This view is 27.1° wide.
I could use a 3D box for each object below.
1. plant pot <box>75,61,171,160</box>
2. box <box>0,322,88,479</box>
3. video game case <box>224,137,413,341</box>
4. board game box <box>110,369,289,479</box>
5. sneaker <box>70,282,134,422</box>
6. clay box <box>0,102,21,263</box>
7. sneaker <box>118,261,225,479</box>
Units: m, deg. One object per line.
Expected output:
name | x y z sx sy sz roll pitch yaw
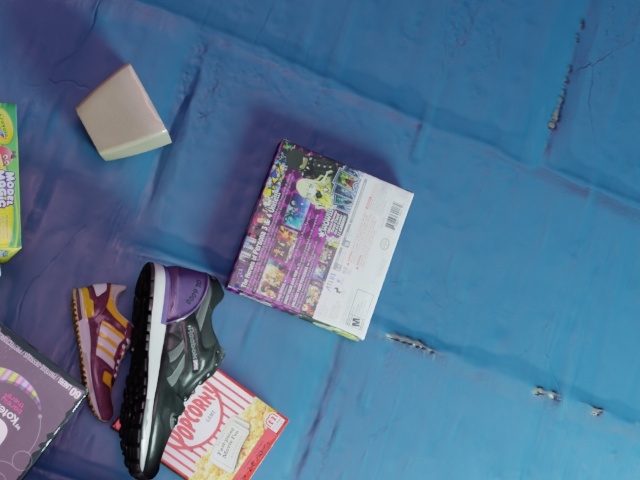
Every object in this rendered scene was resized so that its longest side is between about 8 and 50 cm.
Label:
plant pot | -0.274 -0.167 1.819 0.096 0.109 0.109 -28 88 -5
box | -0.441 0.252 1.679 0.165 0.143 0.270 37 74 -5
video game case | 0.000 0.000 1.886 0.210 0.042 0.232 22 76 -10
board game box | -0.163 0.249 1.800 0.193 0.045 0.147 36 74 -5
sneaker | -0.281 0.148 1.777 0.083 0.069 0.186 -8 84 -15
clay box | -0.429 -0.058 1.744 0.053 0.127 0.222 -1 81 -22
sneaker | -0.183 0.174 1.733 0.124 0.107 0.283 10 80 -22
